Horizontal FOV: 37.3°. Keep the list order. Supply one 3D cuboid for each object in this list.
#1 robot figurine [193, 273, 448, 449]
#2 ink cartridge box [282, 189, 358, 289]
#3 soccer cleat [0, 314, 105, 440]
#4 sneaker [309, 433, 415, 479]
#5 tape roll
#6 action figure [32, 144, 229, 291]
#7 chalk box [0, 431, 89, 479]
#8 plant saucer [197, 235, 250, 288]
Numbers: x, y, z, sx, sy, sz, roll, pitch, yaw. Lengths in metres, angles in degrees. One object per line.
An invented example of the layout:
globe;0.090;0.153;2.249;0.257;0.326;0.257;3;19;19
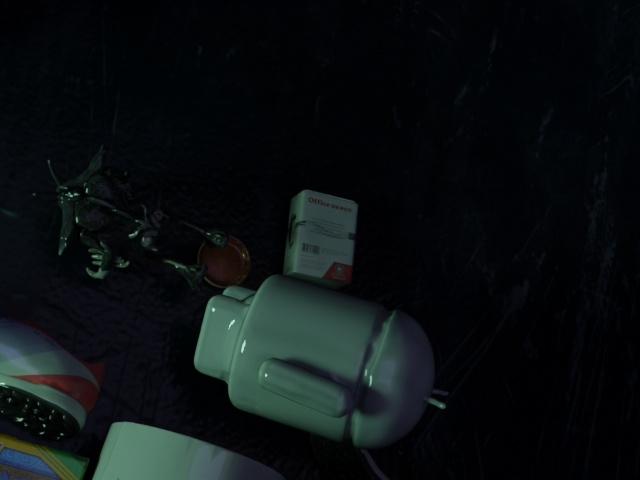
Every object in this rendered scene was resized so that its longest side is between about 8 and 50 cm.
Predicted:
robot figurine;0.007;0.169;1.326;0.353;0.300;0.200;17;104;9
ink cartridge box;0.000;0.000;1.489;0.099;0.056;0.135;13;71;-21
soccer cleat;-0.434;0.138;1.242;0.318;0.108;0.116;33;45;-11
sneaker;0.076;0.340;1.432;0.235;0.084;0.097;53;36;-3
tape roll;-0.181;0.350;1.205;0.246;0.246;0.169;25;67;-16
action figure;-0.276;-0.022;1.328;0.275;0.141;0.164;27;69;-26
chalk box;-0.418;0.306;1.174;0.213;0.132;0.132;23;68;-18
plant saucer;-0.147;0.032;1.438;0.083;0.013;0.084;7;73;-23
